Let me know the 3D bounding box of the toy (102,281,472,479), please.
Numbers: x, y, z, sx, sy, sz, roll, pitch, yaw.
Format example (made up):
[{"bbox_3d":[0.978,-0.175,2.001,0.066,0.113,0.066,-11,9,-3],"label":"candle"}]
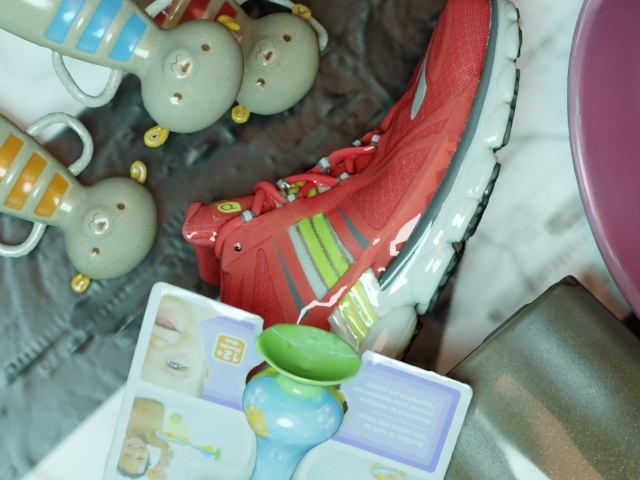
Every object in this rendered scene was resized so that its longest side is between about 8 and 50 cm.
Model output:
[{"bbox_3d":[-0.036,0.146,0.815,0.137,0.056,0.237,18,112,4],"label":"toy"}]

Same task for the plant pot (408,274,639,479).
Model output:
[{"bbox_3d":[0.115,0.116,0.848,0.167,0.167,0.165,-41,83,-7],"label":"plant pot"}]

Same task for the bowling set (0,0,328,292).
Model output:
[{"bbox_3d":[-0.062,-0.114,0.829,0.154,0.200,0.287,30,87,-4],"label":"bowling set"}]

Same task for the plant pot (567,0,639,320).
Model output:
[{"bbox_3d":[0.236,-0.052,0.861,0.180,0.201,0.201,-14,87,-22],"label":"plant pot"}]

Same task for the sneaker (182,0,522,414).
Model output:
[{"bbox_3d":[0.000,0.000,0.869,0.118,0.107,0.279,28,83,2],"label":"sneaker"}]
